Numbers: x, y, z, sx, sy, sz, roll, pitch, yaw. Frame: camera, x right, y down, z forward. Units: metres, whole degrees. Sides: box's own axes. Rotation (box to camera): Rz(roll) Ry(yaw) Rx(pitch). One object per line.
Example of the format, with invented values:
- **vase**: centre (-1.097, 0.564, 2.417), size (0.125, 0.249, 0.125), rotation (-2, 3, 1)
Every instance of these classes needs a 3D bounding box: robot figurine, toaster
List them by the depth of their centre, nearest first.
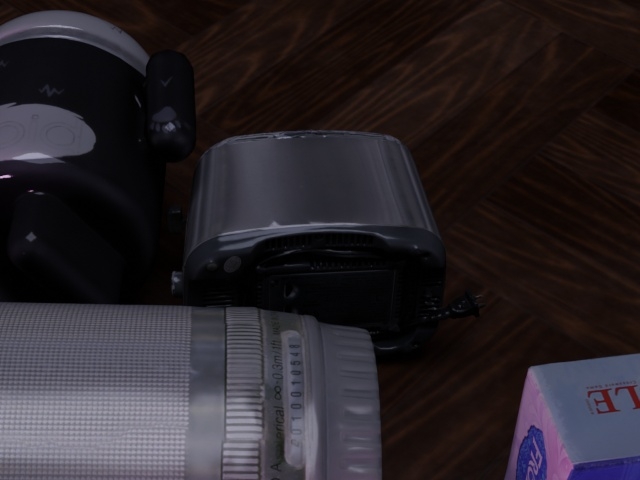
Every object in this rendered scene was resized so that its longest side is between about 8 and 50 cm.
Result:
- **toaster**: centre (0.000, 0.000, 1.086), size (0.227, 0.129, 0.146), rotation (-4, 42, -6)
- **robot figurine**: centre (-0.200, -0.049, 1.095), size (0.209, 0.173, 0.278), rotation (3, 44, -5)

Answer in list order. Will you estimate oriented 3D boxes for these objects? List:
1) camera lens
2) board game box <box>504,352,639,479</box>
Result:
- **camera lens**: centre (-0.110, 0.147, 0.856), size (0.274, 0.219, 0.219), rotation (1, 44, -4)
- **board game box**: centre (0.247, 0.174, 0.784), size (0.319, 0.318, 0.066), rotation (-6, 45, -9)
